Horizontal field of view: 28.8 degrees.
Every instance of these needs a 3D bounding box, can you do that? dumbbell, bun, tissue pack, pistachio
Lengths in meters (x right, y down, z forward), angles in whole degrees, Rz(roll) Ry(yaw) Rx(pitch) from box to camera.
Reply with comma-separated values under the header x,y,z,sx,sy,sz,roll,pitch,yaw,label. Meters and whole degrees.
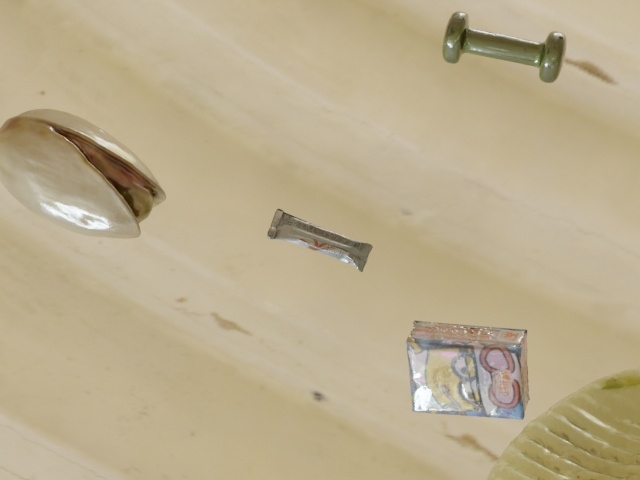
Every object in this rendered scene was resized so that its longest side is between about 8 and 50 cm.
x,y,z,sx,sy,sz,roll,pitch,yaw,label
0.177,-0.186,1.202,0.052,0.118,0.046,93,-165,-48,dumbbell
0.238,0.190,0.814,0.259,0.259,0.160,-41,-74,-29,bun
0.194,0.171,1.645,0.065,0.155,0.115,-54,-38,-56,tissue pack
-0.295,-0.081,1.506,0.215,0.144,0.144,24,-110,8,pistachio

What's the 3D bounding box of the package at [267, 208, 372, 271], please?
x,y,z,sx,sy,sz,roll,pitch,yaw,label
0.000,0.000,1.314,0.110,0.015,0.037,20,-116,-2,package
